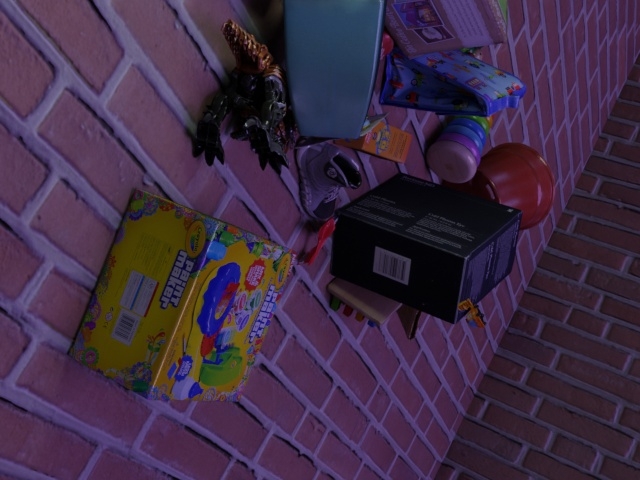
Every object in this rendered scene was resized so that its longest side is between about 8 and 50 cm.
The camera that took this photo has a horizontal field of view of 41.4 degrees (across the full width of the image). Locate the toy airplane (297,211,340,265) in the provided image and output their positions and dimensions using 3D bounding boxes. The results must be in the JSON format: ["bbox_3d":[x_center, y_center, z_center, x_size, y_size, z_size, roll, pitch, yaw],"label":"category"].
[{"bbox_3d":[0.000,0.000,1.856,0.151,0.028,0.151,-55,177,-4],"label":"toy airplane"}]

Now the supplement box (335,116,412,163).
[{"bbox_3d":[0.123,-0.229,1.907,0.233,0.080,0.078,6,102,-59],"label":"supplement box"}]

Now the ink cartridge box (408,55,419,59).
[{"bbox_3d":[0.218,-0.486,1.850,0.109,0.063,0.151,-33,106,-48],"label":"ink cartridge box"}]

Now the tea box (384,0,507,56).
[{"bbox_3d":[0.215,-0.569,1.585,0.329,0.219,0.324,33,58,-62],"label":"tea box"}]

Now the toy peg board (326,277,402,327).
[{"bbox_3d":[0.116,0.142,2.079,0.161,0.160,0.079,-39,156,-43],"label":"toy peg board"}]

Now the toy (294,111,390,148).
[{"bbox_3d":[0.043,-0.236,1.660,0.237,0.136,0.056,-41,119,-66],"label":"toy"}]

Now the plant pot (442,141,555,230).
[{"bbox_3d":[0.504,-0.136,2.484,0.265,0.272,0.273,-18,124,-47],"label":"plant pot"}]

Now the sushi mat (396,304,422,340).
[{"bbox_3d":[0.223,0.121,2.182,0.316,0.019,0.152,-105,-151,-68],"label":"sushi mat"}]

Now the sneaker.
[{"bbox_3d":[0.028,-0.112,1.757,0.086,0.132,0.229,-53,148,-28],"label":"sneaker"}]

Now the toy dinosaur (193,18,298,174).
[{"bbox_3d":[-0.119,-0.238,1.445,0.322,0.164,0.219,47,50,-41],"label":"toy dinosaur"}]

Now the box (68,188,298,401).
[{"bbox_3d":[-0.218,0.101,1.420,0.279,0.177,0.290,22,89,-63],"label":"box"}]

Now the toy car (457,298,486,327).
[{"bbox_3d":[0.324,0.152,1.861,0.122,0.040,0.060,48,21,-42],"label":"toy car"}]

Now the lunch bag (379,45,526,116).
[{"bbox_3d":[0.321,-0.359,1.938,0.221,0.293,0.138,-28,132,-51],"label":"lunch bag"}]

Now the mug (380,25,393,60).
[{"bbox_3d":[0.038,-0.366,1.659,0.150,0.113,0.169,43,69,-15],"label":"mug"}]

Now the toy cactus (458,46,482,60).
[{"bbox_3d":[0.422,-0.519,2.235,0.181,0.112,0.219,96,21,-46],"label":"toy cactus"}]

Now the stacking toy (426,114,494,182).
[{"bbox_3d":[0.417,-0.313,2.331,0.330,0.141,0.141,-57,150,-32],"label":"stacking toy"}]

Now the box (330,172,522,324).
[{"bbox_3d":[0.253,0.007,2.013,0.312,0.343,0.179,-32,134,-47],"label":"box"}]

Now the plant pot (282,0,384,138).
[{"bbox_3d":[0.025,-0.302,1.472,0.165,0.165,0.235,-69,161,-72],"label":"plant pot"}]
